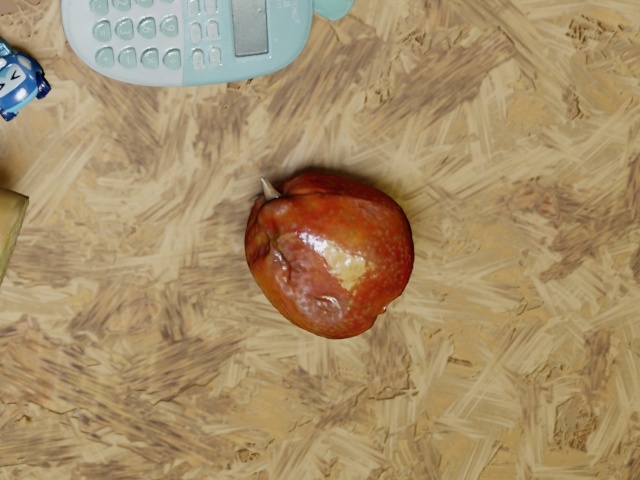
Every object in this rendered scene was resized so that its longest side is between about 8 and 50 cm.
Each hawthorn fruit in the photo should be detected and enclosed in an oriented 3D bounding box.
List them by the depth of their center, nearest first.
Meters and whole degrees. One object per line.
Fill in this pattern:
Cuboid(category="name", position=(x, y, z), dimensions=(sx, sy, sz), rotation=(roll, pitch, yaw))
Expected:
Cuboid(category="hawthorn fruit", position=(0.008, 0.011, 2.042), dimensions=(0.179, 0.173, 0.173), rotation=(20, 116, 1))

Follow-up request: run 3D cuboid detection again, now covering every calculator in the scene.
Cuboid(category="calculator", position=(-0.106, -0.238, 1.909), dimensions=(0.295, 0.042, 0.184), rotation=(-8, 123, -10))

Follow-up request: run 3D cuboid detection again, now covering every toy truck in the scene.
Cuboid(category="toy truck", position=(-0.306, -0.166, 1.867), dimensions=(0.056, 0.073, 0.090), rotation=(-36, 126, 6))

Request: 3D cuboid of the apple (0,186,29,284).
Cuboid(category="apple", position=(-0.412, 0.065, 1.861), dimensions=(0.314, 0.252, 0.309), rotation=(-3, 126, -40))
